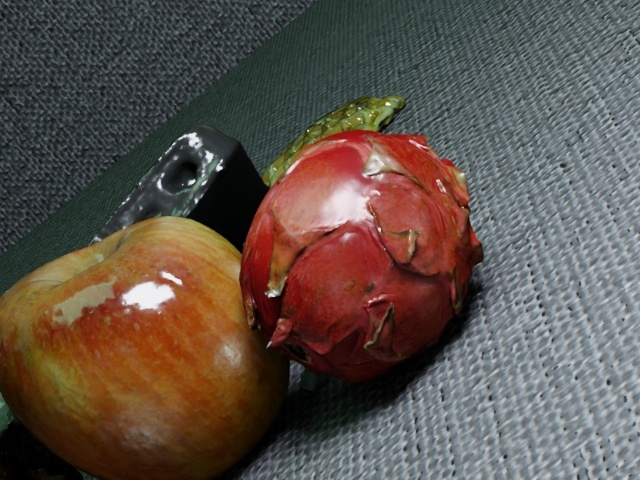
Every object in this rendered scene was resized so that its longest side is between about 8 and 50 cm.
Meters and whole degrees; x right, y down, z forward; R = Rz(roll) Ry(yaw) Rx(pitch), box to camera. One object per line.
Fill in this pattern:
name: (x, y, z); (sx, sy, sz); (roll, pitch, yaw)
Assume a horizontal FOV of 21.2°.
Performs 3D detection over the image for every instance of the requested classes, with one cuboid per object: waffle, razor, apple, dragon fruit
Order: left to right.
apple: (-0.175, 0.126, 1.759); (0.301, 0.301, 0.301); (-38, 15, 12)
waffle: (0.008, -0.141, 2.487); (0.204, 0.054, 0.223); (-47, 17, -22)
razor: (0.012, 0.056, 1.783); (0.084, 0.036, 0.211); (160, 121, -76)
dragon fruit: (0.041, 0.014, 1.646); (0.252, 0.241, 0.241); (-51, 14, 8)

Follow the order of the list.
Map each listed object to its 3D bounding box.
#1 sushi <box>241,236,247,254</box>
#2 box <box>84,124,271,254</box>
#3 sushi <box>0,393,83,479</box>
sushi: (0.000, 0.000, 1.917); (0.172, 0.153, 0.150); (110, -175, -80)
box: (-0.194, 0.042, 2.064); (0.359, 0.091, 0.350); (-52, -14, -6)
sushi: (-0.371, 0.325, 1.825); (0.234, 0.207, 0.348); (-14, 34, 36)
